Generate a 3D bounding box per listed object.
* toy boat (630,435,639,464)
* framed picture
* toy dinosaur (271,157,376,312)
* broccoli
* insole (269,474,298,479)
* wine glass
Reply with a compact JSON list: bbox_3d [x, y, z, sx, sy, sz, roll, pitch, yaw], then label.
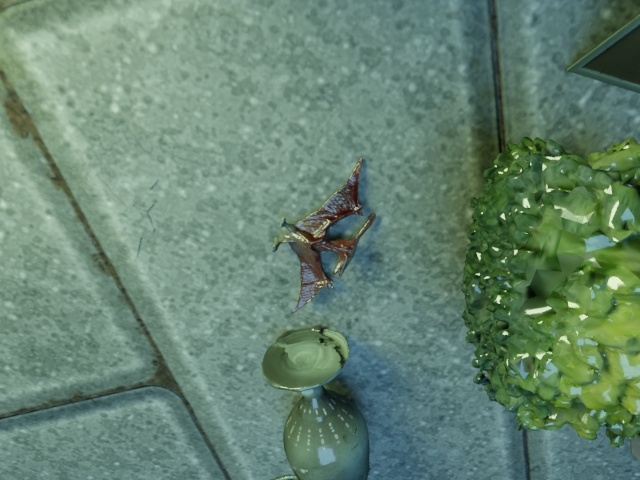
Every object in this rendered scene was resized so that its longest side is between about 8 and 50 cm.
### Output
[{"bbox_3d":[0.585,0.226,0.718,0.205,0.096,0.283,16,109,6],"label":"toy boat"},{"bbox_3d":[0.346,-0.185,0.439,0.141,0.183,0.011,13,77,-9],"label":"framed picture"},{"bbox_3d":[0.000,-0.001,0.590,0.108,0.032,0.220,18,115,-9],"label":"toy dinosaur"},{"bbox_3d":[0.278,0.027,0.450,0.280,0.294,0.348,8,156,15],"label":"broccoli"},{"bbox_3d":[-0.108,0.458,0.855,0.193,0.006,0.065,-31,115,14],"label":"insole"},{"bbox_3d":[0.001,0.249,0.677,0.126,0.126,0.241,-12,117,4],"label":"wine glass"}]
